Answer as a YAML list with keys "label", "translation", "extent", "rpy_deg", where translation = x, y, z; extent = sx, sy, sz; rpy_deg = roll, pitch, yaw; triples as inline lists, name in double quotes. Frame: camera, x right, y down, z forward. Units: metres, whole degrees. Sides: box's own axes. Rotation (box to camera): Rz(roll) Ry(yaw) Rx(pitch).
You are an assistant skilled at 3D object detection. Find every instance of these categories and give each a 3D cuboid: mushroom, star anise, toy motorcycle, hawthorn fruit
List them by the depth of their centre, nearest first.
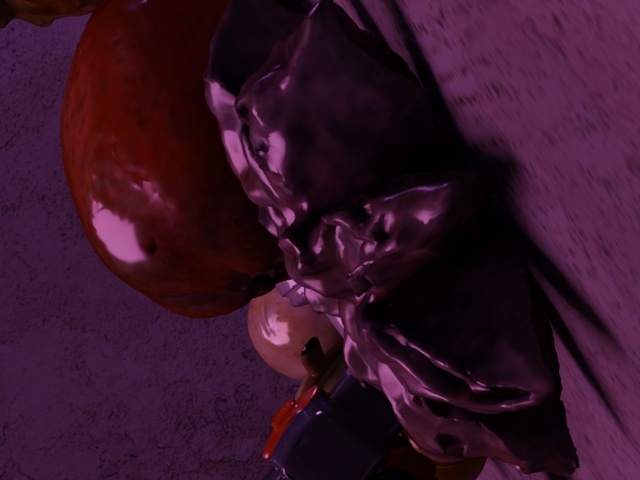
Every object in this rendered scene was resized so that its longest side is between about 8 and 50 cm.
- label: "star anise"
  translation: [0.033, -0.002, 1.072]
  extent: [0.331, 0.118, 0.331]
  rpy_deg: [56, 170, 16]
- label: "hawthorn fruit"
  translation: [-0.082, -0.086, 1.305]
  extent: [0.210, 0.210, 0.262]
  rpy_deg: [73, 176, -73]
- label: "toy motorcycle"
  translation: [0.096, 0.226, 1.406]
  extent: [0.326, 0.148, 0.221]
  rpy_deg: [37, 180, 2]
- label: "mushroom"
  translation: [-0.013, 0.097, 2.211]
  extent: [0.148, 0.112, 0.148]
  rpy_deg: [16, 138, 15]

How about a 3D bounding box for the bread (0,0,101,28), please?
- label: "bread"
  translation: [-0.265, -0.304, 1.718]
  extent: [0.252, 0.239, 0.196]
  rpy_deg: [52, -141, -74]

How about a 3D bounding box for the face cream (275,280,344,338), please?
- label: "face cream"
  translation: [0.000, 0.000, 1.528]
  extent: [0.251, 0.101, 0.101]
  rpy_deg: [57, 175, 4]

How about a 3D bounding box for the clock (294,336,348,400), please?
- label: "clock"
  translation: [0.046, 0.157, 1.749]
  extent: [0.069, 0.170, 0.232]
  rpy_deg: [11, 133, 50]

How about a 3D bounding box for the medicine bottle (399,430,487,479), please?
- label: "medicine bottle"
  translation: [0.081, 0.156, 1.583]
  extent: [0.122, 0.122, 0.212]
  rpy_deg: [58, 161, 4]
